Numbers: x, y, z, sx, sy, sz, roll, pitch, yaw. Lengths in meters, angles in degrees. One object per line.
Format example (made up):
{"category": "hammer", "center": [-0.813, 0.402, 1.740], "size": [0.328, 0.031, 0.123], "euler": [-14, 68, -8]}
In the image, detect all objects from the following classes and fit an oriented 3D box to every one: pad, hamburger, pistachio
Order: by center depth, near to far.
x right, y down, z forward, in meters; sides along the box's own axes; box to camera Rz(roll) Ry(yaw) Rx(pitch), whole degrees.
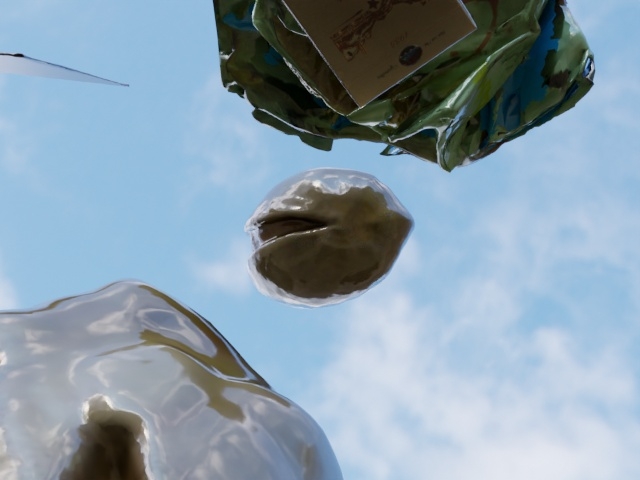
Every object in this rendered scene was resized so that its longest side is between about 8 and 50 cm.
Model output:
{"category": "pistachio", "center": [-0.126, 0.226, 0.693], "size": [0.281, 0.445, 0.365], "euler": [8, -25, -9]}
{"category": "hamburger", "center": [0.040, -0.168, 1.036], "size": [0.276, 0.150, 0.260], "euler": [-13, -82, 13]}
{"category": "pad", "center": [-0.294, -0.152, 1.222], "size": [0.202, 0.300, 0.005], "euler": [7, -87, 8]}
{"category": "pistachio", "center": [0.000, 0.000, 1.269], "size": [0.124, 0.124, 0.185], "euler": [52, -31, -14]}

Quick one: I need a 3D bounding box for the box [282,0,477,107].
{"category": "box", "center": [0.012, -0.096, 0.523], "size": [0.053, 0.024, 0.083], "euler": [-33, -70, 10]}
